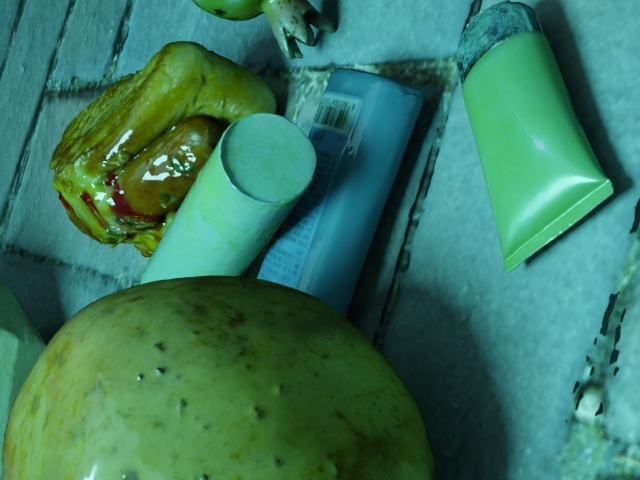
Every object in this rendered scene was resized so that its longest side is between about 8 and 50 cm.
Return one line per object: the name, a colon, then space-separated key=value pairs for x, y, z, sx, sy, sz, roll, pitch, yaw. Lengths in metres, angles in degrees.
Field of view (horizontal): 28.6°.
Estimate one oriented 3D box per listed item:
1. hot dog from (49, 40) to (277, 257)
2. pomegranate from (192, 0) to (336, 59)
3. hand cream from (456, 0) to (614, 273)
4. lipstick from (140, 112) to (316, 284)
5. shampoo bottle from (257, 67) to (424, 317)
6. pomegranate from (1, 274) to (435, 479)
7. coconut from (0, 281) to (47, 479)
hot dog: x=-0.155 y=-0.066 z=1.151 sx=0.256 sy=0.150 sz=0.153 roll=-24 pitch=45 yaw=50
pomegranate: x=-0.047 y=-0.238 z=1.065 sx=0.129 sy=0.159 sz=0.129 roll=-58 pitch=-7 yaw=-11
hand cream: x=0.130 y=-0.075 z=0.806 sx=0.095 sy=0.046 sz=0.175 roll=-41 pitch=49 yaw=38
lipstick: x=-0.082 y=-0.005 z=0.984 sx=0.304 sy=0.076 sz=0.076 roll=131 pitch=146 yaw=-64
shampoo bottle: x=0.000 y=0.000 z=0.947 sx=0.104 sy=0.061 sz=0.258 roll=25 pitch=96 yaw=64
pomegranate: x=-0.064 y=0.156 z=0.789 sx=0.281 sy=0.281 sz=0.281 roll=-32 pitch=49 yaw=46
coconut: x=-0.446 y=0.182 z=1.330 sx=0.323 sy=0.323 sz=0.323 roll=-32 pitch=49 yaw=46
